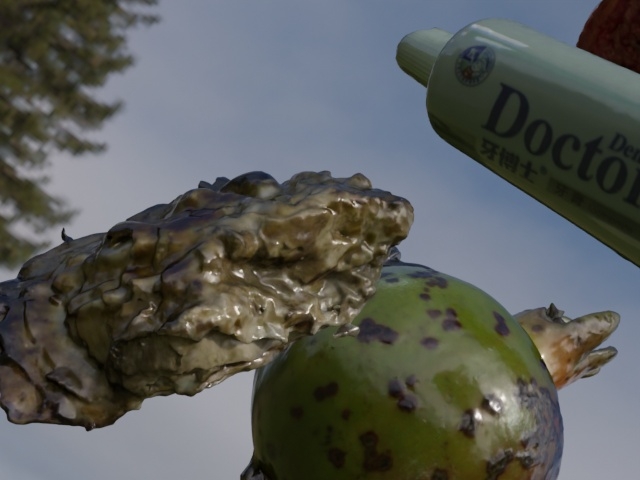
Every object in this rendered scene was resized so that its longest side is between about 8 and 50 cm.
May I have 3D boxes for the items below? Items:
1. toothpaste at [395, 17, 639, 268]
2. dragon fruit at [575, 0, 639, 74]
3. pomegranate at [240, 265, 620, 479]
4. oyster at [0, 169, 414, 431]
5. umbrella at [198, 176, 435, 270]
[{"bbox_3d":[0.096,-0.013,0.372,0.041,0.064,0.218,-5,29,-41],"label":"toothpaste"},{"bbox_3d":[0.248,-0.069,0.547,0.262,0.163,0.189,39,-15,22],"label":"dragon fruit"},{"bbox_3d":[0.068,0.106,0.874,0.198,0.246,0.198,12,-70,37],"label":"pomegranate"},{"bbox_3d":[-0.049,0.013,0.556,0.177,0.105,0.056,-9,-53,3],"label":"oyster"},{"bbox_3d":[0.000,0.000,1.190,0.236,0.066,0.059,22,-66,29],"label":"umbrella"}]
